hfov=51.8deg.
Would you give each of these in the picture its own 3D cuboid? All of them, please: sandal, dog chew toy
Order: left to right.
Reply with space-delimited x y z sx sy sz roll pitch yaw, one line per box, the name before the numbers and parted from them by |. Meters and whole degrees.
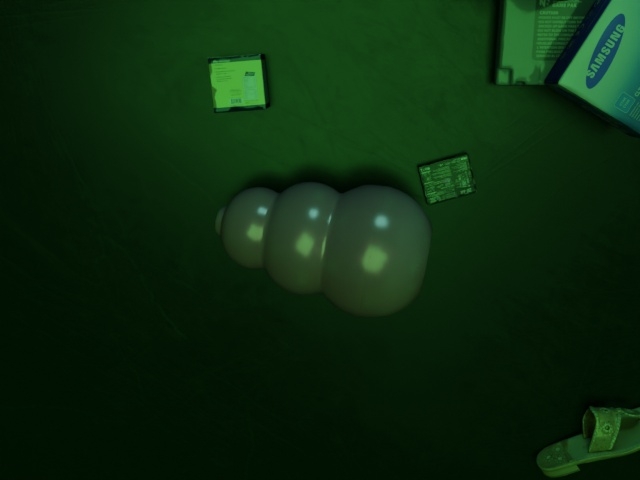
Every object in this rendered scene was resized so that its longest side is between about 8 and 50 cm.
dog chew toy | 0.000 0.000 1.025 0.332 0.206 0.206 12 105 7
sandal | 0.481 0.331 1.151 0.240 0.088 0.079 -31 108 14

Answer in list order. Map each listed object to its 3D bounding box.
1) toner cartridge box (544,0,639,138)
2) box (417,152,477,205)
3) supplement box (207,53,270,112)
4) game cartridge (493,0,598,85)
toner cartridge box | 0.488 -0.333 0.924 0.165 0.075 0.347 29 104 -5
box | 0.207 -0.100 1.076 0.083 0.018 0.067 -16 104 6
supplement box | -0.126 -0.245 1.026 0.083 0.056 0.083 -4 105 3
game cartridge | 0.415 -0.332 0.991 0.294 0.060 0.196 1 109 1
